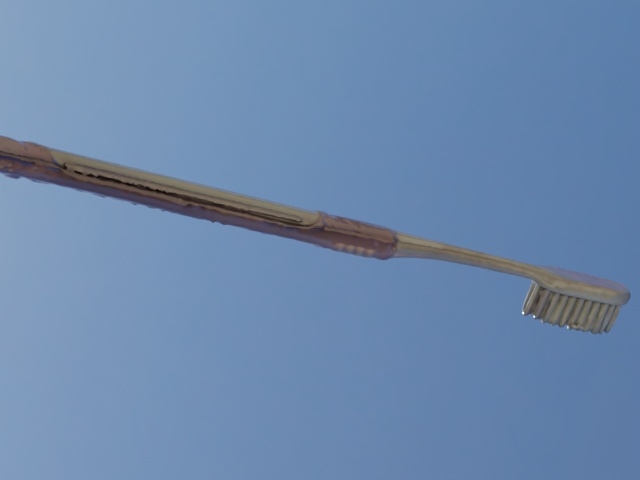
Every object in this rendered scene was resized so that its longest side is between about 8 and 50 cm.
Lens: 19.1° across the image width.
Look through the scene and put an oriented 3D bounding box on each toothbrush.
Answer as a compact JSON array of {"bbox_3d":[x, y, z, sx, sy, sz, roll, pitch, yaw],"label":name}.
[{"bbox_3d":[0.000,0.000,0.954,0.024,0.354,0.029,-126,-128,-63],"label":"toothbrush"}]
